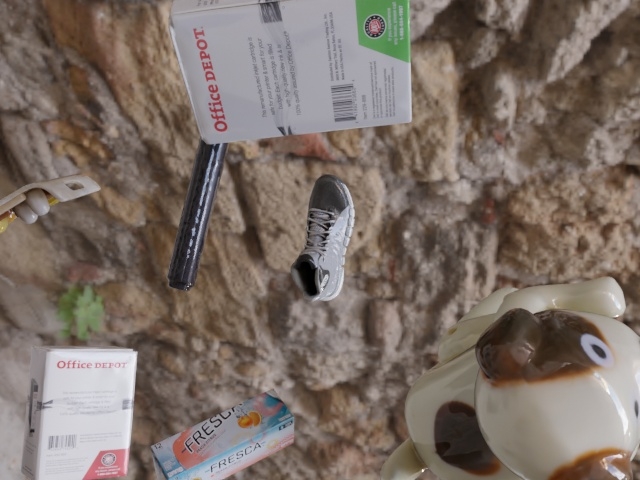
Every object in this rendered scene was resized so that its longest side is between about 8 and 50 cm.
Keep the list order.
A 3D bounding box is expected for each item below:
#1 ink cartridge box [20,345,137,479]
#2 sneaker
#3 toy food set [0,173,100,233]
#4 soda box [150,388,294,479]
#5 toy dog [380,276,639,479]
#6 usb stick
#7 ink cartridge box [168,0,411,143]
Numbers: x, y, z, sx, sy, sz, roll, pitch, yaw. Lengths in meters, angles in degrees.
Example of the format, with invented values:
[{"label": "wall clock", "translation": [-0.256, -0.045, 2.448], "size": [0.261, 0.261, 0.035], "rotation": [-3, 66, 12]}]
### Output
[{"label": "ink cartridge box", "translation": [-0.255, 0.179, 0.818], "size": [0.056, 0.099, 0.135], "rotation": [0, -95, 52]}, {"label": "sneaker", "translation": [0.000, 0.000, 1.340], "size": [0.132, 0.086, 0.228], "rotation": [-14, 107, -69]}, {"label": "toy food set", "translation": [-0.582, -0.024, 1.475], "size": [0.092, 0.306, 0.220], "rotation": [61, 7, -7]}, {"label": "soda box", "translation": [-0.126, 0.267, 1.015], "size": [0.058, 0.183, 0.063], "rotation": [46, -33, 38]}, {"label": "toy dog", "translation": [0.260, 0.193, 0.993], "size": [0.408, 0.396, 0.284], "rotation": [114, -43, -75]}, {"label": "usb stick", "translation": [-0.183, -0.061, 1.179], "size": [0.077, 0.045, 0.277], "rotation": [141, -39, -83]}, {"label": "ink cartridge box", "translation": [-0.032, -0.253, 1.013], "size": [0.211, 0.289, 0.121], "rotation": [82, 3, -48]}]
